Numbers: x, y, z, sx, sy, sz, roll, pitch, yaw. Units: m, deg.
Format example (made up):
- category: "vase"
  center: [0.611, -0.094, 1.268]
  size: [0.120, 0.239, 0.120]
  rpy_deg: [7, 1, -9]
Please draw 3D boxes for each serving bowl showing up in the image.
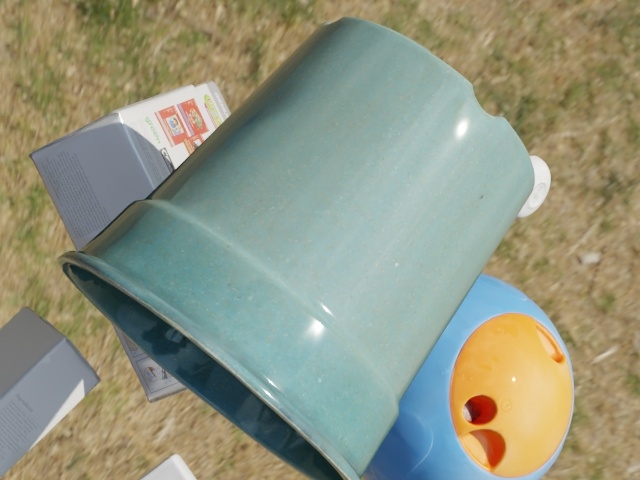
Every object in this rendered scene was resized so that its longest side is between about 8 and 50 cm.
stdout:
- category: "serving bowl"
  center: [0.259, -0.062, 1.855]
  size: [0.027, 0.083, 0.083]
  rpy_deg: [32, 64, 35]

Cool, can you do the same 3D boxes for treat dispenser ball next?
- category: "treat dispenser ball"
  center: [0.152, 0.176, 1.750]
  size: [0.288, 0.288, 0.288]
  rpy_deg: [4, 74, -14]

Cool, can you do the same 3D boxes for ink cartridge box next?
- category: "ink cartridge box"
  center: [-0.158, -0.010, 1.733]
  size: [0.130, 0.272, 0.309]
  rpy_deg: [-23, 95, 24]

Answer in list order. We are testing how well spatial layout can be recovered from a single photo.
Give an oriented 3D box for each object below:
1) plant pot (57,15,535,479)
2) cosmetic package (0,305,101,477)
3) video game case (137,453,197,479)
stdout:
- category: "plant pot"
  center: [0.000, 0.000, 1.357]
  size: [0.341, 0.341, 0.334]
  rpy_deg: [39, 78, -2]
- category: "cosmetic package"
  center: [-0.373, 0.194, 1.692]
  size: [0.231, 0.117, 0.085]
  rpy_deg: [-43, 126, -14]
- category: "video game case"
  center: [-0.110, 0.250, 1.016]
  size: [0.143, 0.019, 0.157]
  rpy_deg: [-37, 81, 7]
